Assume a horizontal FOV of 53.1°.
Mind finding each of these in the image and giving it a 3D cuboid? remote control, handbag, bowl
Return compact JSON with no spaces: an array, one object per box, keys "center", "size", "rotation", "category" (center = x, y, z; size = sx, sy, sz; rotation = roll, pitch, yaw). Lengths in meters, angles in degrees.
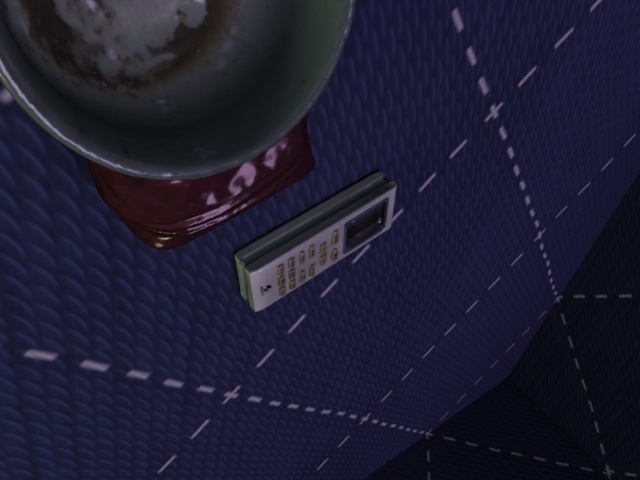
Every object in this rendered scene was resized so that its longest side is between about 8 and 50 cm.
[{"center":[0.000,0.000,0.985],"size":[0.277,0.055,0.103],"rotation":[-31,147,-23],"category":"remote control"},{"center":[-0.116,-0.101,0.636],"size":[0.225,0.146,0.135],"rotation":[-34,145,-22],"category":"handbag"},{"center":[-0.124,-0.201,0.476],"size":[0.289,0.146,0.289],"rotation":[-19,122,-33],"category":"bowl"}]
